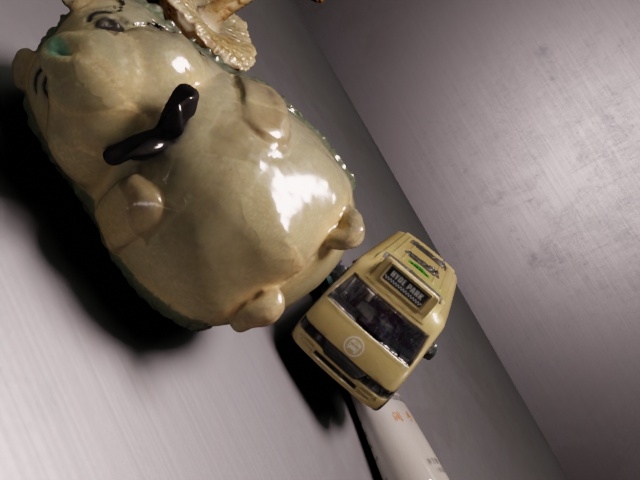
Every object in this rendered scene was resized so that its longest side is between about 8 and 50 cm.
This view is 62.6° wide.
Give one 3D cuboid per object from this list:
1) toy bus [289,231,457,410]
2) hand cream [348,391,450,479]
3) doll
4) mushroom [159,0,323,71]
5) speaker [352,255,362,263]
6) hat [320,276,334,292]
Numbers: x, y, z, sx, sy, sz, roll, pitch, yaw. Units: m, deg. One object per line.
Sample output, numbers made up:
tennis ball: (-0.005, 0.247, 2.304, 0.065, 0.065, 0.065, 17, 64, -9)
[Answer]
toy bus: (0.104, 0.102, 0.838, 0.177, 0.201, 0.365, 40, 17, 8)
hand cream: (0.116, 0.307, 0.815, 0.140, 0.089, 0.314, 29, 24, -50)
doll: (-0.129, -0.078, 0.505, 0.349, 0.247, 0.247, 48, 17, 4)
mushroom: (-0.146, -0.455, 1.014, 0.208, 0.302, 0.232, 88, -18, -75)
speaker: (0.136, 0.126, 1.230, 0.046, 0.040, 0.191, 29, 34, -61)
hat: (0.000, 0.000, 0.965, 0.138, 0.078, 0.190, 92, 9, -58)
